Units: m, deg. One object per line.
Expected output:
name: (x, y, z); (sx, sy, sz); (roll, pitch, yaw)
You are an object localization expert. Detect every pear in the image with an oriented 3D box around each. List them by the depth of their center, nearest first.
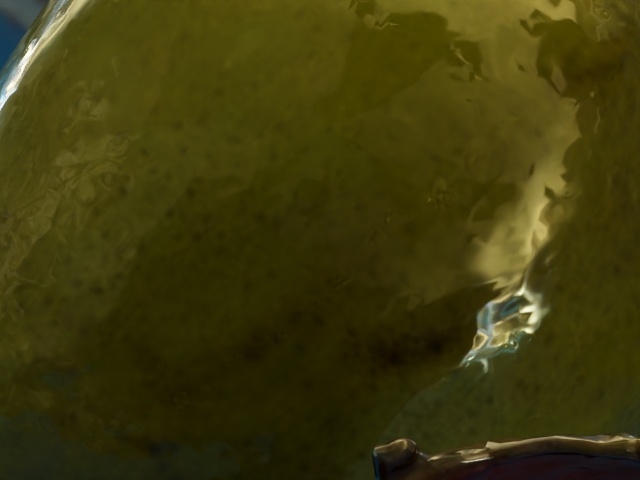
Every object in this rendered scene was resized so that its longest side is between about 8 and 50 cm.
pear: (0.000, 0.000, 0.642); (0.307, 0.253, 0.253); (-44, -133, -15)

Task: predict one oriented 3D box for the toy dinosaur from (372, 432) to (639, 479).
toy dinosaur: (0.008, 0.169, 0.454); (0.327, 0.207, 0.113); (-33, -137, -17)
